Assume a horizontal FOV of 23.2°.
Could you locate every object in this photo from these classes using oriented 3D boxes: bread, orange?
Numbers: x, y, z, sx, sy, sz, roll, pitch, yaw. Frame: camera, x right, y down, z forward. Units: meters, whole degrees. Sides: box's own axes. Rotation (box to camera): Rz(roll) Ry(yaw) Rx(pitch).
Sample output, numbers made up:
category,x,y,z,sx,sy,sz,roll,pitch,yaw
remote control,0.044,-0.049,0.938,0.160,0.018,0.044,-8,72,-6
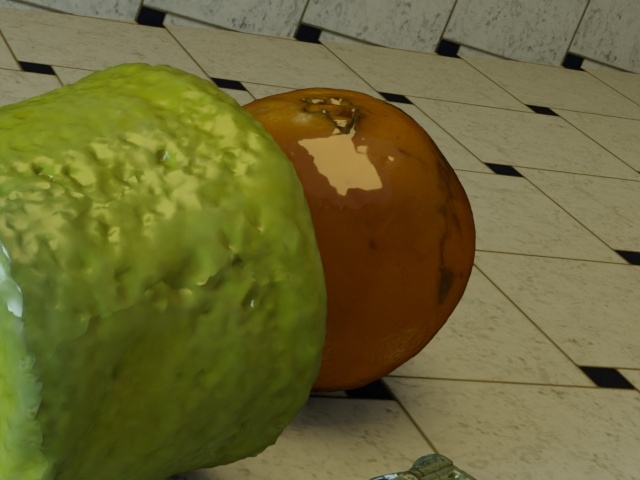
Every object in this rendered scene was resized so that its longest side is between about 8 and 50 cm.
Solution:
category,x,y,z,sx,sy,sz,roll,pitch,yaw
bread,-0.194,0.051,1.237,0.348,0.348,0.308,27,33,31
orange,0.000,0.000,1.545,0.312,0.312,0.312,13,20,-5

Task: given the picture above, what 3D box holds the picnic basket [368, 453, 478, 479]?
category,x,y,z,sx,sy,sz,roll,pitch,yaw
picnic basket,0.053,0.254,1.135,0.154,0.134,0.196,27,24,33
